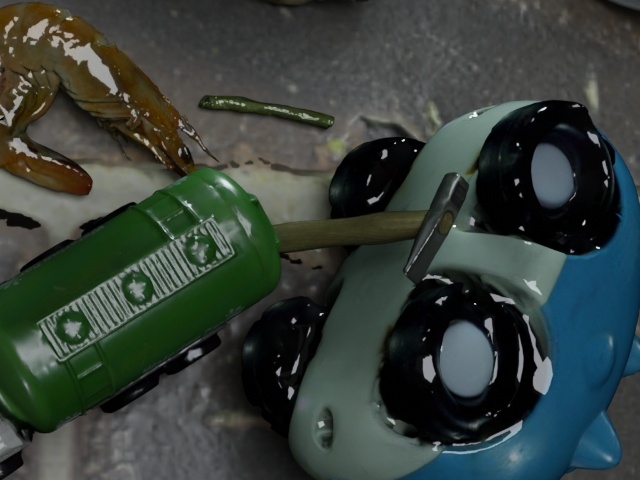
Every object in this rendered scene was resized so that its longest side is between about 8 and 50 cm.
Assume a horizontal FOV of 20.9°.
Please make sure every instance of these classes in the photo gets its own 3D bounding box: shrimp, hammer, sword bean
[{"bbox_3d":[-0.136,-0.066,0.991,0.162,0.045,0.095,41,71,-9],"label":"shrimp"},{"bbox_3d":[0.000,0.000,0.945,0.013,0.199,0.062,40,63,-29],"label":"hammer"},{"bbox_3d":[-0.032,-0.078,1.044,0.083,0.012,0.012,9,78,-14],"label":"sword bean"}]

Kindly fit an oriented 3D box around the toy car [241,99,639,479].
[{"bbox_3d":[0.092,0.050,0.972,0.190,0.188,0.255,38,63,-26],"label":"toy car"}]

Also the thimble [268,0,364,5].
[{"bbox_3d":[-0.018,-0.221,0.961,0.196,0.229,0.148,3,81,-2],"label":"thimble"}]

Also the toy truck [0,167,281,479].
[{"bbox_3d":[-0.136,0.052,0.929,0.242,0.125,0.101,-32,92,-19],"label":"toy truck"}]

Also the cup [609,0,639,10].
[{"bbox_3d":[0.206,-0.283,1.077,0.221,0.167,0.202,36,69,-10],"label":"cup"}]
